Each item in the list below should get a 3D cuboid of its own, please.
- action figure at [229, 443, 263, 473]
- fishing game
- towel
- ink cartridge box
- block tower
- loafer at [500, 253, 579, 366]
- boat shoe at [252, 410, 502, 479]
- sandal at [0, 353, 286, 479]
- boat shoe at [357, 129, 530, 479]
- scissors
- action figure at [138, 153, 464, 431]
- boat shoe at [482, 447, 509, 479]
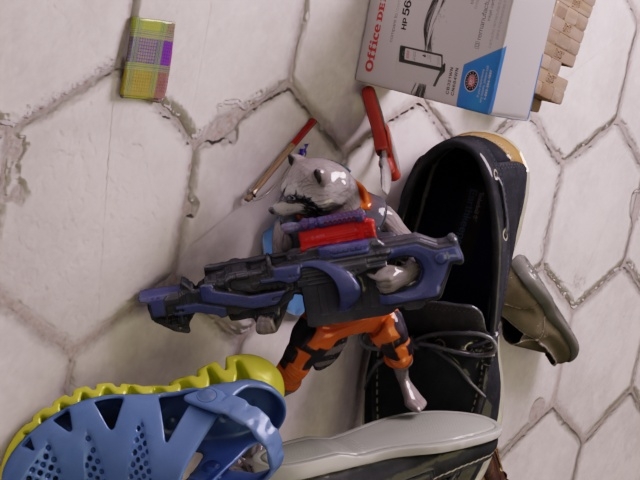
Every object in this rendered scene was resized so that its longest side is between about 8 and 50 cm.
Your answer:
[{"bbox_3d":[-0.062,0.341,1.762,0.185,0.099,0.285,-61,149,-34],"label":"action figure"},{"bbox_3d":[0.000,0.000,1.754,0.189,0.041,0.264,-50,136,-28],"label":"fishing game"},{"bbox_3d":[-0.172,-0.178,1.495,0.060,0.009,0.083,-1,105,-49],"label":"towel"},{"bbox_3d":[0.149,-0.229,1.708,0.086,0.203,0.148,0,104,-48],"label":"ink cartridge box"},{"bbox_3d":[0.299,-0.335,1.937,0.097,0.091,0.336,14,94,-53],"label":"block tower"},{"bbox_3d":[0.292,0.108,2.129,0.087,0.094,0.251,-32,139,6],"label":"loafer"},{"bbox_3d":[0.066,0.261,1.708,0.302,0.114,0.091,-7,103,-17],"label":"boat shoe"},{"bbox_3d":[-0.165,0.210,1.513,0.317,0.138,0.126,-18,123,-17],"label":"sandal"},{"bbox_3d":[0.141,0.104,1.838,0.156,0.186,0.500,13,88,-67],"label":"boat shoe"},{"bbox_3d":[0.077,-0.080,1.676,0.021,0.297,0.109,-16,118,5],"label":"scissors"},{"bbox_3d":[-0.025,0.057,1.652,0.341,0.178,0.330,-3,120,-5],"label":"action figure"},{"bbox_3d":[0.244,0.356,2.165,0.073,0.073,0.207,-43,134,-28],"label":"boat shoe"}]
